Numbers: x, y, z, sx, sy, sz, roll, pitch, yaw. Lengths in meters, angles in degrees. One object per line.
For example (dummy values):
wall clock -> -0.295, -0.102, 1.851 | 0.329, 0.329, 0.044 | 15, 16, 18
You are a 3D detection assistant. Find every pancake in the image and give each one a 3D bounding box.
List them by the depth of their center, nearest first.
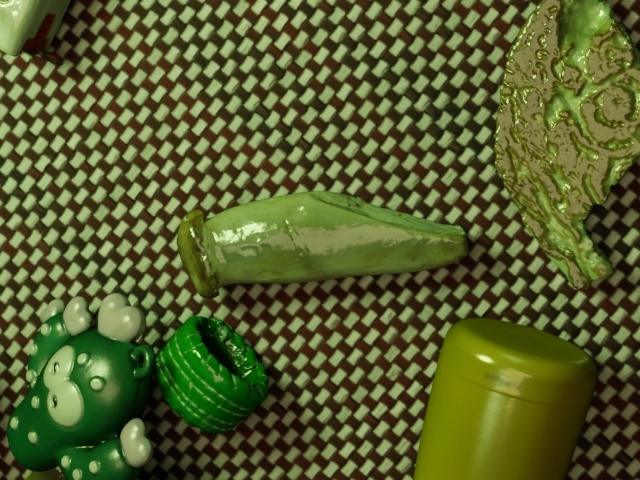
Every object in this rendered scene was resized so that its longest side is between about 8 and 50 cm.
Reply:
pancake -> 0.296, -0.134, 1.825 | 0.197, 0.054, 0.377 | 6, 99, 11

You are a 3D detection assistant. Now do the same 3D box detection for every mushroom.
mushroom -> -0.001, -0.004, 1.873 | 0.333, 0.087, 0.107 | -7, 99, 7

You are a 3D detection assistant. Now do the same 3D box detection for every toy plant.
toy plant -> -0.270, 0.178, 1.891 | 0.243, 0.112, 0.233 | -5, 78, 44

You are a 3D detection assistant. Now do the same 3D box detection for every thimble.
thimble -> -0.129, 0.154, 1.894 | 0.090, 0.118, 0.130 | -46, 48, 20

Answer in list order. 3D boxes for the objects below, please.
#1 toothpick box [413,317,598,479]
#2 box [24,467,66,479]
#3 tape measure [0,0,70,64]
toothpick box -> 0.193, 0.237, 1.820 | 0.175, 0.175, 0.271 | 16, 102, 8
box -> -0.335, 0.365, 1.996 | 0.121, 0.030, 0.193 | 34, 101, 5
tape measure -> -0.364, -0.372, 1.875 | 0.265, 0.130, 0.258 | 30, 102, 6
